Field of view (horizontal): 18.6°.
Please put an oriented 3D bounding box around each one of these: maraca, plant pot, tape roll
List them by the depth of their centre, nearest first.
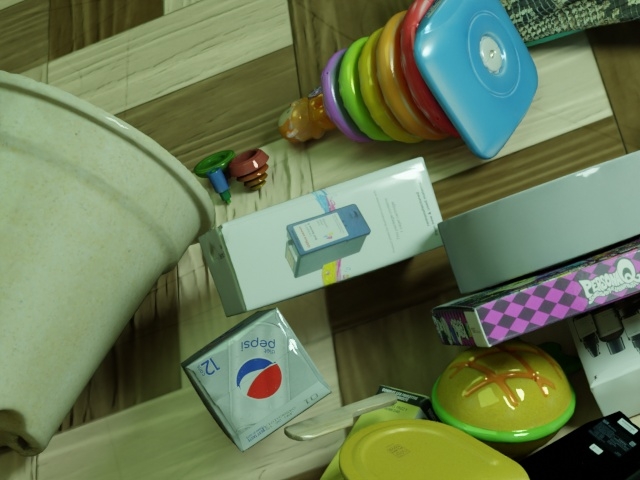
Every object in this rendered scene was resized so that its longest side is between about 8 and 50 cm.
[{"bbox_3d":[0.170,0.131,1.751,0.127,0.099,0.186,13,27,15],"label":"maraca"},{"bbox_3d":[0.221,-0.019,1.799,0.219,0.072,0.219,-19,-1,0],"label":"tape roll"},{"bbox_3d":[-0.321,0.041,2.005,0.333,0.334,0.305,9,64,37],"label":"plant pot"}]

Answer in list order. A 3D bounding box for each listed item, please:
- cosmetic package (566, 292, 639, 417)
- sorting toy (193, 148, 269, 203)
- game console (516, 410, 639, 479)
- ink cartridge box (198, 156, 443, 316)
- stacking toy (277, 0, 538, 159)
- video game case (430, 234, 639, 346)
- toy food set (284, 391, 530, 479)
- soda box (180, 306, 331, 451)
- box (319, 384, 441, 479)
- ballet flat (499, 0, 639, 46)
[{"bbox_3d":[0.346,0.071,1.734,0.239,0.060,0.099,-23,41,8],"label":"cosmetic package"},{"bbox_3d":[-0.098,-0.071,2.177,0.102,0.042,0.061,-2,30,46],"label":"sorting toy"},{"bbox_3d":[0.223,0.259,1.553,0.213,0.044,0.361,-35,22,-5],"label":"game console"},{"bbox_3d":[0.000,0.000,1.902,0.212,0.093,0.154,-17,-2,-12],"label":"ink cartridge box"},{"bbox_3d":[0.067,-0.163,2.108,0.301,0.166,0.175,-15,30,40],"label":"stacking toy"},{"bbox_3d":[0.227,0.039,1.729,0.232,0.042,0.210,-19,0,-8],"label":"video game case"},{"bbox_3d":[0.082,0.213,1.640,0.128,0.071,0.218,-21,36,-37],"label":"toy food set"},{"bbox_3d":[-0.064,0.125,1.783,0.098,0.091,0.286,-34,1,-6],"label":"soda box"},{"bbox_3d":[0.032,0.245,1.723,0.058,0.087,0.232,11,54,38],"label":"box"},{"bbox_3d":[0.333,-0.307,2.046,0.482,0.182,0.164,-5,45,27],"label":"ballet flat"}]
